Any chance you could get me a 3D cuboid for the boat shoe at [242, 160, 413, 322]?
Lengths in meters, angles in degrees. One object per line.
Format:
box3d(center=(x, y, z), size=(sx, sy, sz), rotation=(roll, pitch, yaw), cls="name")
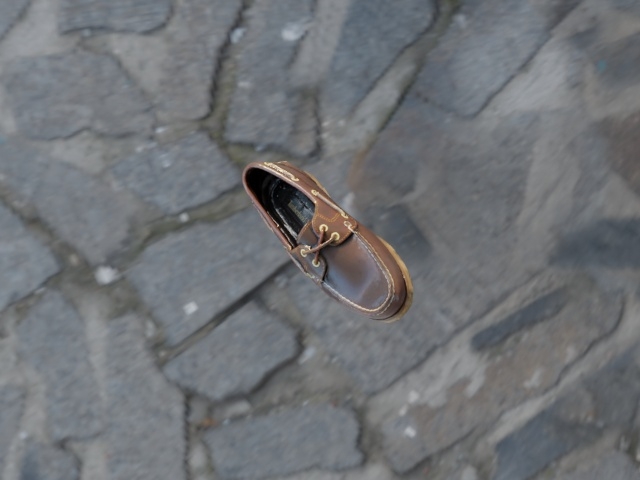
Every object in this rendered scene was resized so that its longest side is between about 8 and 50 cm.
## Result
box3d(center=(0.000, 0.000, 1.515), size=(0.207, 0.073, 0.073), rotation=(43, 103, 34), cls="boat shoe")
